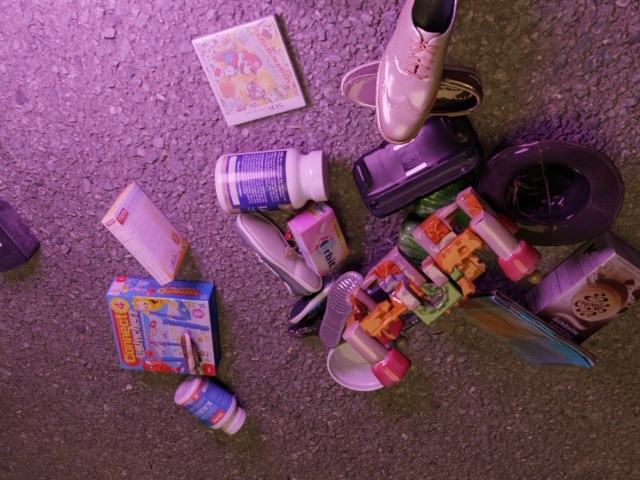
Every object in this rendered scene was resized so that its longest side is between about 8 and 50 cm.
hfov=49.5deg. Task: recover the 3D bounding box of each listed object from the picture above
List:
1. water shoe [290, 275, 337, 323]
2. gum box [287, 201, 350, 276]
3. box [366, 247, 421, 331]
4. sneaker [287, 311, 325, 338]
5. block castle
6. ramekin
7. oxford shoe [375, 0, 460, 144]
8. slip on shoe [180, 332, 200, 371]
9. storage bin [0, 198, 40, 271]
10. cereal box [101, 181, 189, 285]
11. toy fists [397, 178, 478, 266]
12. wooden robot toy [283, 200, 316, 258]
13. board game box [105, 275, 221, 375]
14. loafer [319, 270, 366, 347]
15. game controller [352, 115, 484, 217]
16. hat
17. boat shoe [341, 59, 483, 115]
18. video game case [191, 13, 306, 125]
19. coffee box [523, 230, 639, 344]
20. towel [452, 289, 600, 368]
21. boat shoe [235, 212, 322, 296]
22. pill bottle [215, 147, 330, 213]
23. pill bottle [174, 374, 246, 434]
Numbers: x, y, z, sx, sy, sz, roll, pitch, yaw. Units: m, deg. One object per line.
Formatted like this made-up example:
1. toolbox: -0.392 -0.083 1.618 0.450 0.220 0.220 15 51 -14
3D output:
1. water shoe: -0.007 0.187 1.996 0.080 0.073 0.203 34 123 -22
2. gum box: 0.000 0.000 1.819 0.107 0.062 0.188 -37 136 -13
3. box: 0.209 0.133 1.880 0.093 0.156 0.158 -37 113 26
4. sneaker: -0.011 0.245 2.052 0.170 0.051 0.089 4 125 -2
5. block castle: 0.275 0.112 1.614 0.453 0.303 0.213 -43 101 14
6. ramekin: 0.126 0.337 2.062 0.207 0.109 0.207 3 124 5
7. oxford shoe: 0.197 -0.393 1.451 0.141 0.146 0.396 12 104 3
8. slip on shoe: -0.382 0.327 2.054 0.041 0.051 0.135 -19 121 -28
9. storage bin: -0.899 -0.012 1.958 0.122 0.084 0.180 -18 121 19
10. cereal box: -0.459 -0.018 1.846 0.047 0.173 0.240 -26 117 24
11. toy fists: 0.289 -0.052 1.782 0.142 0.096 0.279 14 124 -12
12. wooden robot toy: -0.067 -0.041 1.844 0.076 0.079 0.173 11 115 -48
13. board game box: -0.464 0.261 2.094 0.302 0.086 0.308 3 125 4
14. loafer: 0.069 0.184 1.936 0.094 0.087 0.251 37 123 22
15. game controller: 0.230 -0.185 1.684 0.319 0.067 0.166 -27 75 23
16. hat: 0.550 -0.134 1.670 0.331 0.134 0.331 12 129 15
17. boat shoe: 0.206 -0.340 1.586 0.324 0.096 0.116 4 125 4
18. video game case: -0.165 -0.395 1.636 0.206 0.026 0.227 -12 122 15
19. coffee box: 0.709 0.134 1.841 0.168 0.119 0.297 31 123 -15
20. towel: 0.534 0.247 1.901 0.370 0.040 0.271 33 161 -15
21. boat shoe: -0.131 0.047 1.888 0.099 0.116 0.319 -28 122 33
22. pill bottle: -0.115 -0.150 1.724 0.265 0.153 0.153 -4 124 11
23. pill bottle: -0.351 0.530 2.245 0.221 0.124 0.124 41 120 -20
